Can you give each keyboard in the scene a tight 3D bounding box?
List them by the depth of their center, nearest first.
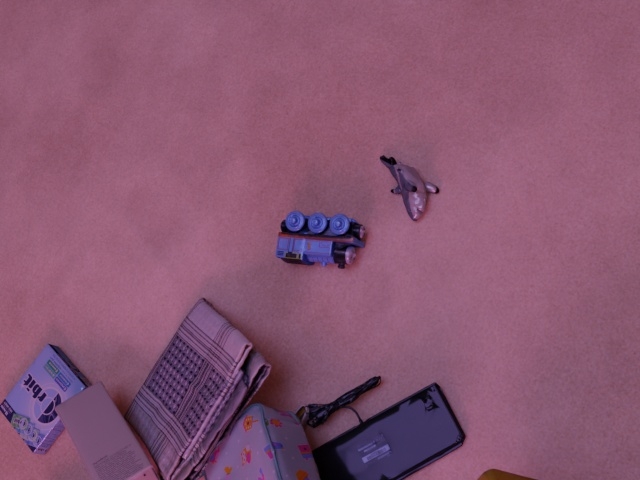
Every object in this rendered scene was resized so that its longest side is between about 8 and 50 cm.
[{"bbox_3d":[0.088,0.354,1.589,0.317,0.033,0.201,-31,70,11],"label":"keyboard"}]

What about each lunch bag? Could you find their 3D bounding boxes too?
[{"bbox_3d":[-0.105,0.449,1.558,0.224,0.108,0.279,-52,38,25],"label":"lunch bag"}]

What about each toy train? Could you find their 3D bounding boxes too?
[{"bbox_3d":[0.000,0.000,1.731,0.184,0.080,0.105,5,84,24],"label":"toy train"}]

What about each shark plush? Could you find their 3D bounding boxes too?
[{"bbox_3d":[0.156,-0.113,1.710,0.161,0.073,0.067,47,125,25],"label":"shark plush"}]

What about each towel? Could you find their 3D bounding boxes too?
[{"bbox_3d":[-0.255,0.293,1.692,0.312,0.056,0.324,-56,36,-1],"label":"towel"}]

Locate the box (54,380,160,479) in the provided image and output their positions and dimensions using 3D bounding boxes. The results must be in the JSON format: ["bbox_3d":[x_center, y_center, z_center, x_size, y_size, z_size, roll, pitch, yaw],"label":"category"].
[{"bbox_3d":[-0.420,0.412,1.718,0.113,0.094,0.275,-29,42,-17],"label":"box"}]

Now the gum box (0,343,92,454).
[{"bbox_3d":[-0.604,0.348,1.909,0.157,0.041,0.184,38,90,30],"label":"gum box"}]

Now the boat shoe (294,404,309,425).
[{"bbox_3d":[-0.052,0.355,1.652,0.035,0.035,0.100,37,90,30],"label":"boat shoe"}]

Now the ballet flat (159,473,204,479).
[{"bbox_3d":[-0.273,0.455,1.708,0.188,0.070,0.070,-43,60,2],"label":"ballet flat"}]

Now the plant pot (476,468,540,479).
[{"bbox_3d":[0.292,0.481,1.224,0.212,0.212,0.187,-58,28,24],"label":"plant pot"}]
